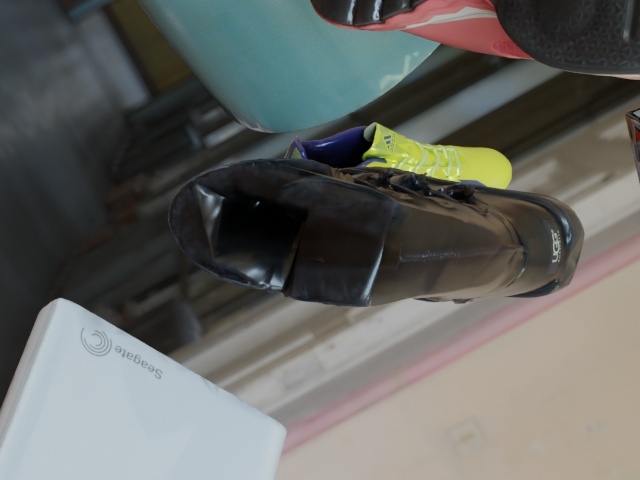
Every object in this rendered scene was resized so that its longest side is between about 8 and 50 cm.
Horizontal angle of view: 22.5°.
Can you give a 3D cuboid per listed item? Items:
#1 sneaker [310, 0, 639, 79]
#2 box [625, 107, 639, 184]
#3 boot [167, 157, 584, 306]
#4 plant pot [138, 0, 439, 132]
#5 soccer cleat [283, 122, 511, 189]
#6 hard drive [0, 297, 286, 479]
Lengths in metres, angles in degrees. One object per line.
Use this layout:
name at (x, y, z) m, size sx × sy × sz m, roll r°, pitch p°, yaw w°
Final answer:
sneaker at (0.141, -0.163, 0.974) m, size 0.314 × 0.115 × 0.136 m, roll 18°, pitch 10°, yaw 42°
box at (0.312, -0.028, 1.251) m, size 0.207 × 0.036 × 0.114 m, roll -133°, pitch -157°, yaw -61°
boot at (0.002, 0.000, 1.501) m, size 0.445 × 0.367 × 0.146 m, roll -5°, pitch 93°, yaw -60°
plant pot at (-0.043, -0.273, 1.296) m, size 0.235 × 0.293 × 0.293 m, roll 43°, pitch 12°, yaw -37°
soccer cleat at (0.094, -0.084, 1.875) m, size 0.093 × 0.289 × 0.121 m, roll -113°, pitch -157°, yaw -49°
hard drive at (-0.163, 0.243, 1.218) m, size 0.233 × 0.047 × 0.353 m, roll 33°, pitch 48°, yaw -22°
